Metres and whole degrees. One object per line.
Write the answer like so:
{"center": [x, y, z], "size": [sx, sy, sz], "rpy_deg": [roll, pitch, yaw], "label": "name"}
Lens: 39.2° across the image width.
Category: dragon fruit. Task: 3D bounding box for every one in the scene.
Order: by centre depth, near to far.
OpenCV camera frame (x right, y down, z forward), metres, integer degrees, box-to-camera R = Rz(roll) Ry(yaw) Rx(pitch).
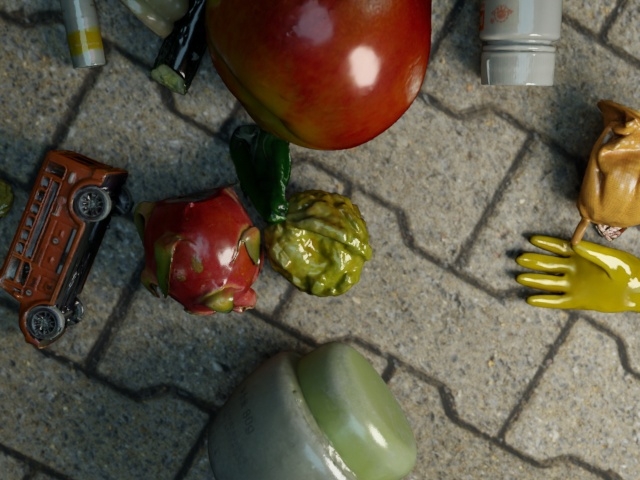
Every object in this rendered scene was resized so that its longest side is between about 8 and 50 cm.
{"center": [-0.203, 0.021, 1.541], "size": [0.224, 0.224, 0.227], "rpy_deg": [-3, 102, -4], "label": "dragon fruit"}

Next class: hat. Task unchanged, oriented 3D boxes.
{"center": [0.514, -0.087, 1.576], "size": [0.233, 0.244, 0.233], "rpy_deg": [39, 98, 23], "label": "hat"}

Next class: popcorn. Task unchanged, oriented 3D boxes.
{"center": [-0.576, -0.066, 1.554], "size": [0.084, 0.084, 0.084], "rpy_deg": [-1, 99, -5], "label": "popcorn"}
{"center": [-0.002, 0.000, 1.581], "size": [0.198, 0.155, 0.197], "rpy_deg": [-2, 118, -4], "label": "popcorn"}

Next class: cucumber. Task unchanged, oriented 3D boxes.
{"center": [-0.216, -0.372, 1.538], "size": [0.074, 0.074, 0.241], "rpy_deg": [23, 94, -8], "label": "cucumber"}

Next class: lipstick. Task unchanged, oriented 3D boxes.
{"center": [-0.415, -0.426, 1.517], "size": [0.059, 0.059, 0.263], "rpy_deg": [-10, 99, -3], "label": "lipstick"}

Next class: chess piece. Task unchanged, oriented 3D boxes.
{"center": [-0.222, -0.469, 1.450], "size": [0.143, 0.143, 0.261], "rpy_deg": [42, 100, -10], "label": "chess piece"}

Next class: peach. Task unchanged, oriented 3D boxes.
{"center": [0.009, -0.345, 1.419], "size": [0.388, 0.388, 0.388], "rpy_deg": [-1, 99, -5], "label": "peach"}

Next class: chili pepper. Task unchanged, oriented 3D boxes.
{"center": [-0.093, -0.116, 1.556], "size": [0.108, 0.062, 0.216], "rpy_deg": [-19, 57, 2], "label": "chili pepper"}

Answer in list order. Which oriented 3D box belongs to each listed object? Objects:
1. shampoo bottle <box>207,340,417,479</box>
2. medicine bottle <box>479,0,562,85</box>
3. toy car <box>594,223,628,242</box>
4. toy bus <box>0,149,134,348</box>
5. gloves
{"center": [-0.021, 0.352, 1.547], "size": [0.317, 0.322, 0.322], "rpy_deg": [-34, 101, 8], "label": "shampoo bottle"}
{"center": [0.345, -0.391, 1.544], "size": [0.145, 0.144, 0.252], "rpy_deg": [-2, 98, -4], "label": "medicine bottle"}
{"center": [0.569, -0.051, 1.674], "size": [0.122, 0.035, 0.059], "rpy_deg": [-37, 97, 4], "label": "toy car"}
{"center": [-0.452, 0.014, 1.550], "size": [0.153, 0.143, 0.329], "rpy_deg": [23, 98, 2], "label": "toy bus"}
{"center": [0.501, 0.075, 1.663], "size": [0.295, 0.116, 0.133], "rpy_deg": [12, 87, 0], "label": "gloves"}
